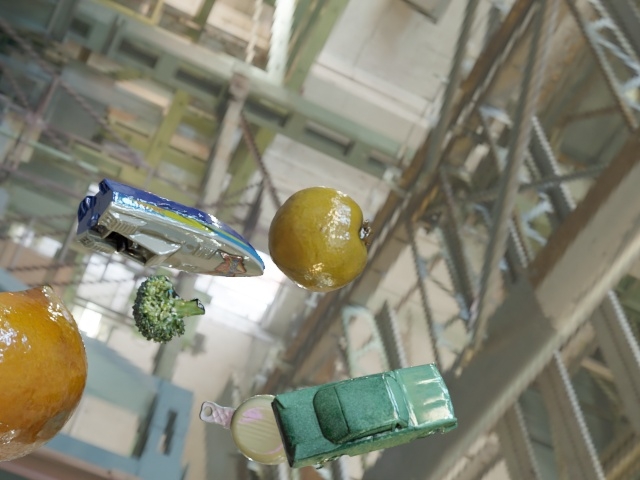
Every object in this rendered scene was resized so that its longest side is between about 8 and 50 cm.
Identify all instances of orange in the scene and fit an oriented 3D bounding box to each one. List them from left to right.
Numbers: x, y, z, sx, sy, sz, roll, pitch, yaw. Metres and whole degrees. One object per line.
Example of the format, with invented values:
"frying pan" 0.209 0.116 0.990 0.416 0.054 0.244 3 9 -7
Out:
"orange" -0.453 0.183 1.609 0.274 0.274 0.310 -64 -166 9

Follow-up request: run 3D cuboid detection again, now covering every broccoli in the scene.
"broccoli" -0.334 0.149 2.561 0.167 0.160 0.154 -136 -143 -82

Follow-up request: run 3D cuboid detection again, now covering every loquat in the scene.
"loquat" 0.000 0.000 2.285 0.208 0.208 0.208 -60 -166 26

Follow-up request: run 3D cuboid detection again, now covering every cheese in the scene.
"cheese" -0.145 0.373 2.371 0.064 0.227 0.137 26 78 -68

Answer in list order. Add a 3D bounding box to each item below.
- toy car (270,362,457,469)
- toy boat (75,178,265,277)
"toy car" 0.083 0.310 2.084 0.097 0.321 0.141 102 -27 -56
"toy boat" -0.207 0.004 1.727 0.129 0.295 0.088 -35 -135 46
